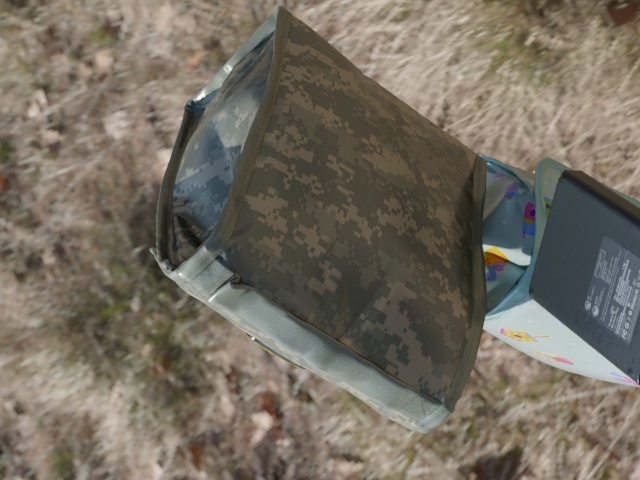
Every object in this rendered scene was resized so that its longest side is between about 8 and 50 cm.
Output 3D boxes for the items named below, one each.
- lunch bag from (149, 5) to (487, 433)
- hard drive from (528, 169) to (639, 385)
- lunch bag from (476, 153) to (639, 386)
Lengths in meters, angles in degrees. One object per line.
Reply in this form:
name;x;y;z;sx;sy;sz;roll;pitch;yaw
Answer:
lunch bag;0.000;0.000;1.175;0.235;0.287;0.169;35;124;-20
hard drive;0.185;0.021;0.976;0.135;0.022;0.094;44;127;56
lunch bag;0.229;0.035;1.280;0.223;0.262;0.160;24;92;-13
